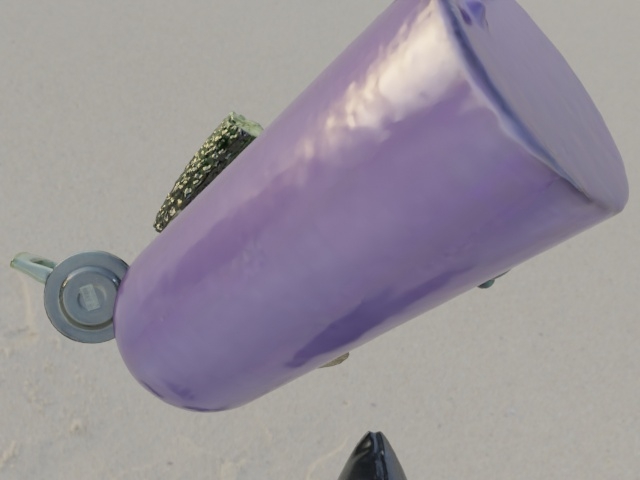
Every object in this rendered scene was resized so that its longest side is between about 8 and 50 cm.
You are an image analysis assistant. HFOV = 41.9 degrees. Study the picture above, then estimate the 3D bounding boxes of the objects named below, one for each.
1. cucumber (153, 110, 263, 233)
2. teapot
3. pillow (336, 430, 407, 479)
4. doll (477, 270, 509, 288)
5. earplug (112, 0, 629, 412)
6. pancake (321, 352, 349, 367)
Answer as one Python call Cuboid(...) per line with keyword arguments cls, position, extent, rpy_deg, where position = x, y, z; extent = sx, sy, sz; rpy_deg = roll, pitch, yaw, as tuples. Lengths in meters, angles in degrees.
Cuboid(cls="cucumber", position=(-0.142, -0.077, 1.035), extent=(0.058, 0.187, 0.058), rpy_deg=(34, 24, -17))
Cuboid(cls="teapot", position=(-0.239, 0.042, 0.851), extent=(0.092, 0.091, 0.124), rpy_deg=(-38, 97, -7))
Cuboid(cls="pillow", position=(0.038, 0.322, 0.767), extent=(0.106, 0.250, 0.186), rpy_deg=(4, 37, -3))
Cuboid(cls="doll", position=(0.268, -0.033, 1.402), extent=(0.198, 0.186, 0.322), rpy_deg=(0, 23, 20))
Cuboid(cls="earplug", position=(0.000, 0.000, 0.685), extent=(0.215, 0.456, 0.215), rpy_deg=(34, 36, -29))
Cuboid(cls="pancake", position=(-0.035, 0.268, 2.066), extent=(0.211, 0.235, 0.029), rpy_deg=(0, 58, 5))
